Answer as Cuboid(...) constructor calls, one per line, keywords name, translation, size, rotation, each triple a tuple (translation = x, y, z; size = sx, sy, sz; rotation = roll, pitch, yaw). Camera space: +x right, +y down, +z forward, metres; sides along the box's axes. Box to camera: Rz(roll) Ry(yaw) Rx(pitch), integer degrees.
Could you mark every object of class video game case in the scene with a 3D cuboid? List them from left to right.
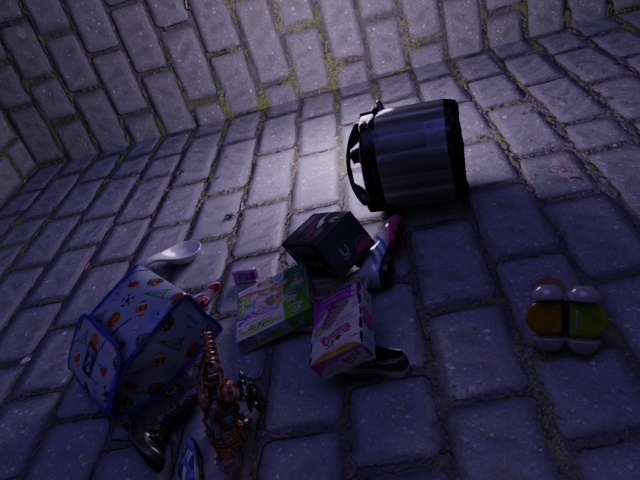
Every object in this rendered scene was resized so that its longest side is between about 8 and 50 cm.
Cuboid(name="video game case", translation=(0.032, 0.184, 1.711), size=(0.213, 0.023, 0.193), rotation=(-10, 39, 35))

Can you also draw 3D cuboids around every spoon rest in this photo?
Cuboid(name="spoon rest", translation=(-0.579, 0.074, 2.199), size=(0.276, 0.084, 0.137), rotation=(-35, 35, -23))

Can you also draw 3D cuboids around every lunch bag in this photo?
Cuboid(name="lunch bag", translation=(-0.551, 0.297, 1.715), size=(0.328, 0.239, 0.385), rotation=(22, 65, 45))

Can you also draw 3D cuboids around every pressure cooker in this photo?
Cuboid(name="pressure cooker", translation=(0.296, -0.301, 2.053), size=(0.421, 0.375, 0.369), rotation=(-8, 36, 15))

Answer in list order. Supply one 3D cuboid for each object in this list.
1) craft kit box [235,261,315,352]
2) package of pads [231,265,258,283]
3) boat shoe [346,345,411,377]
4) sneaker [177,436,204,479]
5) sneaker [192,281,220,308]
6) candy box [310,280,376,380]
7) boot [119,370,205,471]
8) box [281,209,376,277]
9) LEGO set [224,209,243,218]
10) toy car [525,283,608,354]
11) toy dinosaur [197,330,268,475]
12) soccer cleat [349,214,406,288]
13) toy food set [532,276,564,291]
Cuboid(name="craft kit box", translation=(-0.139, 0.199, 1.767), size=(0.250, 0.061, 0.246), rotation=(-27, 33, 9))
Cuboid(name="package of pads", translation=(-0.261, 0.120, 1.996), size=(0.083, 0.050, 0.032), rotation=(-9, 28, 15))
Cuboid(name="boat shoe", translation=(0.125, 0.301, 1.501), size=(0.220, 0.070, 0.077), rotation=(-1, 37, 27))
Cuboid(name="sneaker", translation=(-0.316, 0.533, 1.388), size=(0.059, 0.053, 0.144), rotation=(-22, 31, -2))
Cuboid(name="sneaker", translation=(-0.379, 0.189, 1.957), size=(0.118, 0.042, 0.067), rotation=(-39, 33, -17))
Cuboid(name="candy box", translation=(0.057, 0.233, 1.518), size=(0.159, 0.071, 0.233), rotation=(-29, 32, 21))
Cuboid(name="boot", translation=(-0.389, 0.454, 1.511), size=(0.229, 0.091, 0.263), rotation=(-33, 33, -22))
Cuboid(name="box", translation=(0.020, 0.011, 1.833), size=(0.165, 0.143, 0.270), rotation=(-45, 17, -18))
Cuboid(name="LEGO set", translation=(-0.368, -0.113, 2.434), size=(0.083, 0.023, 0.054), rotation=(-30, 33, -18))
Cuboid(name="toy car", translation=(0.595, 0.185, 1.397), size=(0.182, 0.159, 0.136), rotation=(0, 0, 27))
Cuboid(name="toy dinosaur", translation=(-0.227, 0.386, 1.397), size=(0.165, 0.218, 0.321), rotation=(4, 78, 8))
Cuboid(name="soccer cleat", translation=(0.181, 0.025, 1.853), size=(0.143, 0.116, 0.331), rotation=(-3, 35, 24))
Cuboid(name="toy food set", translation=(0.615, 0.128, 1.563), size=(0.083, 0.020, 0.083), rotation=(-31, 34, -19))
